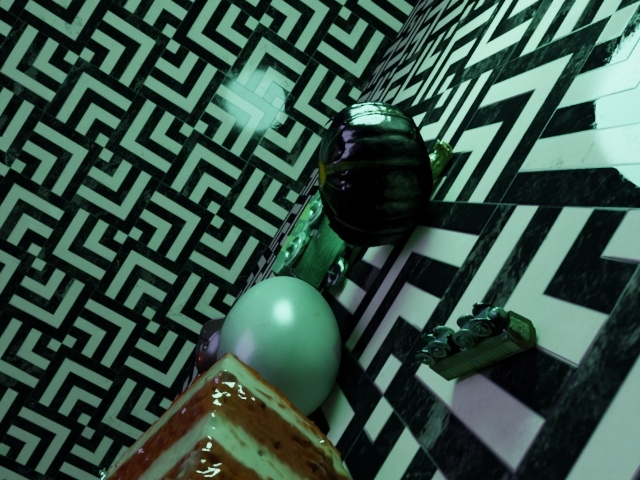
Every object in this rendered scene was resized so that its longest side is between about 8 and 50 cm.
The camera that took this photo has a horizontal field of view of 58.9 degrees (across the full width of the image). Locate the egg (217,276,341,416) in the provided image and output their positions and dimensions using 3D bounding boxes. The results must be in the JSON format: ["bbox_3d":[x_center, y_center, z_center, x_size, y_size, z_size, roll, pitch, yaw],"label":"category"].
[{"bbox_3d":[-0.076,0.192,1.078,0.230,0.229,0.371,-55,12,19],"label":"egg"}]

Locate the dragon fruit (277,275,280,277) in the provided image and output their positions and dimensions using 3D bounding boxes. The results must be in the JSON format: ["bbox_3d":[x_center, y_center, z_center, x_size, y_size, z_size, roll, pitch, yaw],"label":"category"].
[{"bbox_3d":[-0.092,0.157,1.665,0.094,0.094,0.190,-55,23,18],"label":"dragon fruit"}]

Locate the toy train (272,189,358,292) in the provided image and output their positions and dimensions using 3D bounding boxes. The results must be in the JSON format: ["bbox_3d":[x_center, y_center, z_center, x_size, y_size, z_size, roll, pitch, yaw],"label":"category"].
[{"bbox_3d":[0.000,0.000,1.421,0.299,0.166,0.238,-59,15,-5],"label":"toy train"}]

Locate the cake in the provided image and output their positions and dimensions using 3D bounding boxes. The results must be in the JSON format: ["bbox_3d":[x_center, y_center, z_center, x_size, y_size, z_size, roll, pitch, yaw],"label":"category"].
[{"bbox_3d":[-0.115,0.339,0.679,0.269,0.270,0.319,-45,14,10],"label":"cake"}]

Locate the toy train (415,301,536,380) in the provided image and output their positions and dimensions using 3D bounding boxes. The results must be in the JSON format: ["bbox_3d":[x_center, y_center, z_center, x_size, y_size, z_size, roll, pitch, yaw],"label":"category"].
[{"bbox_3d":[0.165,0.116,0.633,0.148,0.070,0.038,-44,20,51],"label":"toy train"}]

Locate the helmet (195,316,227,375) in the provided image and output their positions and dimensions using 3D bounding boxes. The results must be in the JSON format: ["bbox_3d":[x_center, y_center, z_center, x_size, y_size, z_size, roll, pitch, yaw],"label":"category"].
[{"bbox_3d":[-0.259,0.329,1.641,0.216,0.189,0.193,-53,34,2],"label":"helmet"}]

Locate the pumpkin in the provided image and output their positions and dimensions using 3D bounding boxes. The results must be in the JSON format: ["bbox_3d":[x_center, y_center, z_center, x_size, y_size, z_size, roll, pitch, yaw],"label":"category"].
[{"bbox_3d":[0.129,-0.130,1.139,0.296,0.295,0.296,-55,11,16],"label":"pumpkin"}]
